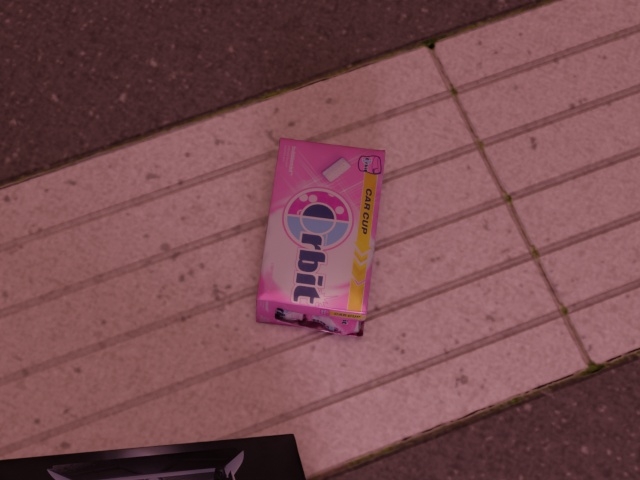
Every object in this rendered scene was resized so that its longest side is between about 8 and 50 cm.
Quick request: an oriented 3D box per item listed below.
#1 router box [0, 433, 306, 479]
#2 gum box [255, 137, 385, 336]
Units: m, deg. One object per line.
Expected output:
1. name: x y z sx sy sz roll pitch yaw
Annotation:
1. router box: -0.137 0.300 1.414 0.308 0.081 0.243 0 62 -32
2. gum box: 0.000 0.000 1.634 0.107 0.062 0.188 7 65 1
